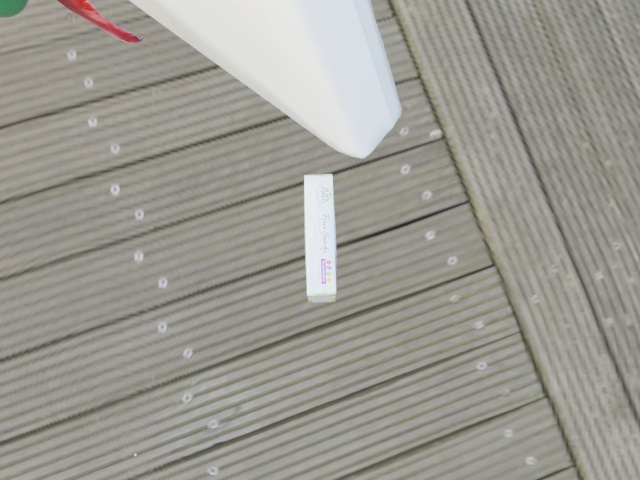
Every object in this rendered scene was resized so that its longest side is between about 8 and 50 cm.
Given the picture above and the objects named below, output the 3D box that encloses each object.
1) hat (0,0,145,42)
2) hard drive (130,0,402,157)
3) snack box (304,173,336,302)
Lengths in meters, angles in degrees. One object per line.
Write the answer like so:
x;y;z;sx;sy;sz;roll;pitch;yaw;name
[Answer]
-0.353;-0.272;1.124;0.208;0.183;0.173;36;74;25;hat
-0.085;-0.165;0.404;0.233;0.353;0.047;38;85;17;hard drive
0.000;0.000;1.201;0.037;0.100;0.141;-2;81;-1;snack box
